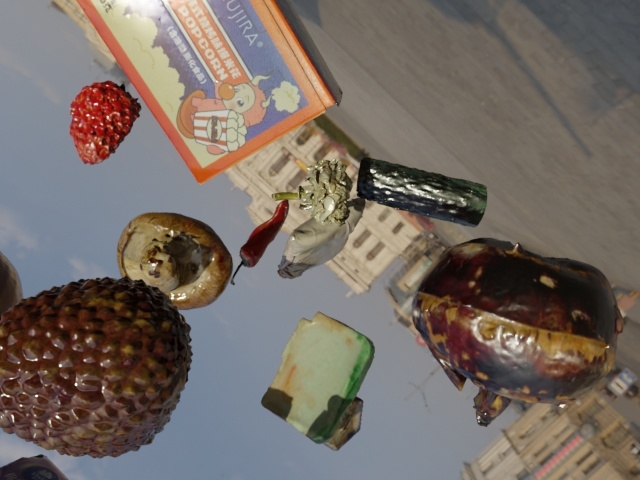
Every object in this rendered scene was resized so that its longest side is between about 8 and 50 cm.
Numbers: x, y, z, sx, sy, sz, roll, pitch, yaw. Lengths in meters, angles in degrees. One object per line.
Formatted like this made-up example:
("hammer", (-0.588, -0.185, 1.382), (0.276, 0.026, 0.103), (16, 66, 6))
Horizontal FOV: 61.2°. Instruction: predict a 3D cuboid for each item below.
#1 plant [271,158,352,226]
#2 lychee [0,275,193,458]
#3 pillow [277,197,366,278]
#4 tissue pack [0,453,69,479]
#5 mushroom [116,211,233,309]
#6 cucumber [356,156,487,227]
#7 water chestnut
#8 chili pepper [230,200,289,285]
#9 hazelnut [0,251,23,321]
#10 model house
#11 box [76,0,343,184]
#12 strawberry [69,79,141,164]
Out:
("plant", (-0.010, -0.067, 0.818), (0.116, 0.122, 0.104), (37, -134, -85))
("lychee", (-0.293, 0.162, 0.702), (0.271, 0.235, 0.236), (5, -149, -37))
("pillow", (0.000, 0.000, 1.020), (0.067, 0.173, 0.270), (56, 161, 10))
("tissue pack", (-0.496, 0.538, 0.907), (0.339, 0.160, 0.242), (20, -158, 34))
("mushroom", (-0.369, 0.059, 1.286), (0.267, 0.267, 0.255), (45, -146, 17))
("cucumber", (0.163, -0.077, 0.896), (0.212, 0.077, 0.062), (12, -156, 1))
("water chestnut", (0.277, 0.142, 0.790), (0.300, 0.300, 0.300), (42, -172, -7))
("chili pepper", (-0.127, -0.005, 1.215), (0.051, 0.268, 0.059), (6, 136, 34))
("hazelnut", (-0.905, 0.179, 1.278), (0.402, 0.429, 0.402), (26, -149, -17))
("model house", (0.031, 0.393, 1.502), (0.245, 0.312, 0.280), (20, 163, 31))
("box", (-0.158, -0.332, 0.918), (0.348, 0.257, 0.318), (59, -167, -15))
("strawberry", (-0.544, -0.298, 1.304), (0.111, 0.190, 0.236), (59, -159, -49))
